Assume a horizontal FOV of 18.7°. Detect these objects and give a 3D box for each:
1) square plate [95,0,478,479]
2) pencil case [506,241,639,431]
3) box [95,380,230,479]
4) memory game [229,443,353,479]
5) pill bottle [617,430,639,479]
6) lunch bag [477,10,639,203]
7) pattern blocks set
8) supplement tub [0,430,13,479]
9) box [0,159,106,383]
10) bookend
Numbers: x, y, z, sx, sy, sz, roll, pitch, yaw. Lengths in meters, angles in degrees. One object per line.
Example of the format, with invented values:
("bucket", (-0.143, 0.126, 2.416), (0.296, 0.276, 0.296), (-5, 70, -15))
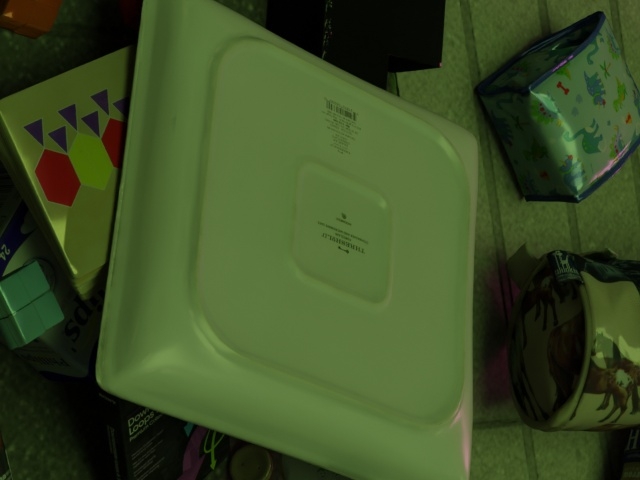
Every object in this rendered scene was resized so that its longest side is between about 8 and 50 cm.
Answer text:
("square plate", (0.000, 0.000, 1.468), (0.347, 0.049, 0.344), (24, 58, -34))
("pencil case", (0.378, 0.085, 1.807), (0.410, 0.160, 0.183), (1, 67, -19))
("box", (-0.117, 0.136, 1.478), (0.116, 0.029, 0.162), (-41, 143, -35))
("memory game", (0.014, 0.173, 1.555), (0.012, 0.186, 0.186), (40, 60, -62))
("pill bottle", (0.349, 0.231, 1.902), (0.112, 0.112, 0.186), (29, 69, -39))
("lunch bag", (0.238, -0.126, 1.820), (0.151, 0.096, 0.129), (-37, 113, -27))
("pattern blocks set", (-0.157, -0.057, 1.400), (0.325, 0.026, 0.285), (-19, 90, -55))
("supplement tub", (-0.253, 0.229, 1.346), (0.106, 0.106, 0.198), (-19, 102, -42))
("box", (-0.196, 0.018, 1.427), (0.137, 0.072, 0.126), (44, 62, -34))
("bookend", (0.034, -0.155, 1.646), (0.157, 0.072, 0.156), (8, 83, -43))
